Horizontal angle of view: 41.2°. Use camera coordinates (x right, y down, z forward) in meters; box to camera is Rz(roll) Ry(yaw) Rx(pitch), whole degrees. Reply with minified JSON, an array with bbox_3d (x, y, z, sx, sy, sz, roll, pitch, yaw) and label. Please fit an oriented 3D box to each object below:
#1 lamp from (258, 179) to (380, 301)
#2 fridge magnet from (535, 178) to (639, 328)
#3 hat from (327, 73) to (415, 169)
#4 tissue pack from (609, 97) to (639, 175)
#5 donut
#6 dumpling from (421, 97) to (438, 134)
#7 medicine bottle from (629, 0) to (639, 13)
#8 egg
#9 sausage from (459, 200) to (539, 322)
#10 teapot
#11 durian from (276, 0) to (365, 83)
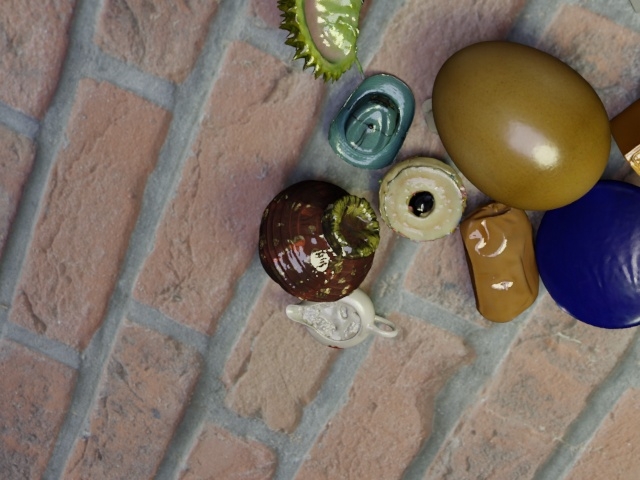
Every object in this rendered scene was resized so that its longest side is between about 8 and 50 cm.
[{"bbox_3d":[0.000,0.000,1.584,0.247,0.247,0.246,4,113,10],"label":"lamp"},{"bbox_3d":[0.503,0.024,1.486,0.266,0.113,0.265,10,106,37],"label":"fridge magnet"},{"bbox_3d":[0.093,-0.209,1.562,0.138,0.078,0.191,27,115,-2],"label":"hat"},{"bbox_3d":[0.638,-0.203,1.398,0.274,0.194,0.145,-38,105,23],"label":"tissue pack"},{"bbox_3d":[0.192,-0.081,1.603,0.175,0.068,0.174,5,115,11],"label":"donut"},{"bbox_3d":[0.223,-0.225,1.555,0.076,0.057,0.052,43,155,20],"label":"dumpling"},{"bbox_3d":[0.596,-0.458,1.374,0.221,0.061,0.092,-29,123,21],"label":"medicine bottle"},{"bbox_3d":[0.331,-0.194,1.427,0.322,0.250,0.250,40,114,0],"label":"egg"},{"bbox_3d":[0.337,0.043,1.591,0.136,0.120,0.241,-11,116,1],"label":"sausage"},{"bbox_3d":[0.047,0.150,1.713,0.226,0.092,0.145,12,117,5],"label":"teapot"},{"bbox_3d":[0.009,-0.437,1.430,0.170,0.157,0.355,0,113,-6],"label":"durian"}]
